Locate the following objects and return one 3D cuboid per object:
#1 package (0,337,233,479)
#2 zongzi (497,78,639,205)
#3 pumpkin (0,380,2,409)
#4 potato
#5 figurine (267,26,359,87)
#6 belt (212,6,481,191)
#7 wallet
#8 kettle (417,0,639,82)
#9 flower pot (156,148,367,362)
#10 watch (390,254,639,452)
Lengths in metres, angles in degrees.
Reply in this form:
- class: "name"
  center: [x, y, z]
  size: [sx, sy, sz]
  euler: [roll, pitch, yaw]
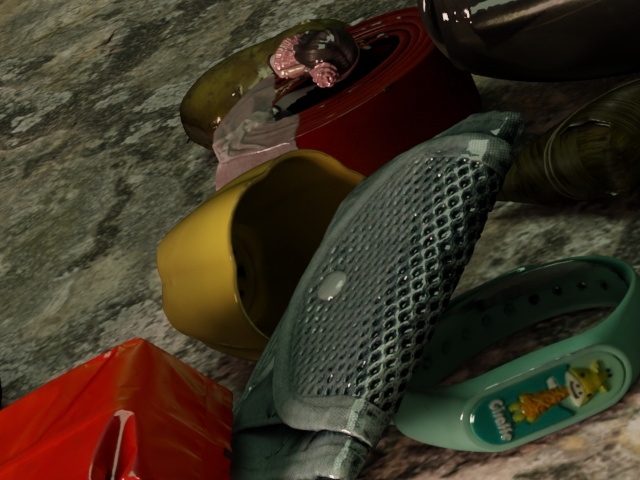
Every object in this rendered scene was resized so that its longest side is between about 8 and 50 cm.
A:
- class: "package"
  center: [-0.255, 0.240, 1.438]
  size: [0.423, 0.123, 0.196]
  euler: [-30, 25, 14]
- class: "zongzi"
  center: [0.260, -0.096, 1.742]
  size: [0.184, 0.084, 0.187]
  euler: [-13, 18, 48]
- class: "pumpkin"
  center: [-0.471, 0.154, 1.785]
  size: [0.320, 0.192, 0.320]
  euler: [-22, 22, 10]
- class: "potato"
  center: [-0.056, -0.178, 2.169]
  size: [0.251, 0.113, 0.149]
  euler: [-29, 30, 14]
- class: "figurine"
  center: [-0.013, -0.194, 1.949]
  size: [0.072, 0.054, 0.129]
  euler: [-41, 27, -26]
- class: "belt"
  center: [0.026, -0.131, 1.982]
  size: [0.324, 0.115, 0.227]
  euler: [-39, 26, -26]
- class: "wallet"
  center: [0.029, 0.052, 1.468]
  size: [0.237, 0.075, 0.342]
  euler: [-22, 36, 60]
- class: "kettle"
  center: [0.261, -0.284, 1.897]
  size: [0.324, 0.228, 0.321]
  euler: [-13, 19, 10]
- class: "flower pot"
  center: [-0.050, 0.027, 1.672]
  size: [0.195, 0.195, 0.179]
  euler: [-42, 16, -33]
- class: "watch"
  center: [0.152, 0.089, 1.467]
  size: [0.237, 0.068, 0.195]
  euler: [-25, 23, -1]
